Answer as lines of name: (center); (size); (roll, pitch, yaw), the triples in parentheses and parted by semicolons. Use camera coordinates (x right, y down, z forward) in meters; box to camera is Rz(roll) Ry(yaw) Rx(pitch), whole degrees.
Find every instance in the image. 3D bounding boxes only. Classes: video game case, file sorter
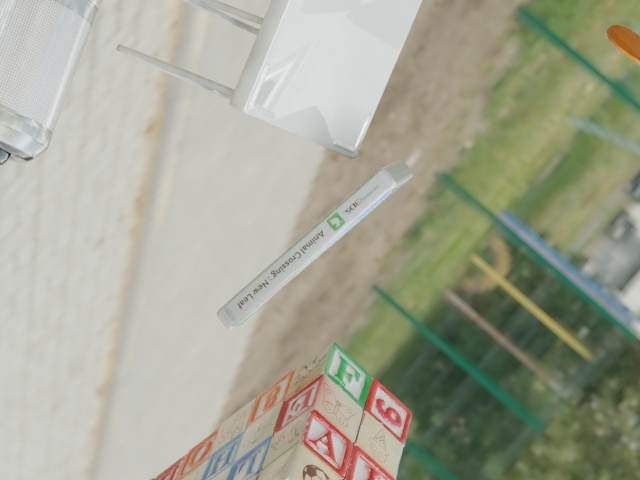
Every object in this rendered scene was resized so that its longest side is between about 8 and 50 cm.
video game case: (0.000, 0.000, 1.614); (0.193, 0.023, 0.212); (-41, 179, 8)
file sorter: (-0.027, -0.246, 1.566); (0.193, 0.173, 0.278); (19, 96, -60)

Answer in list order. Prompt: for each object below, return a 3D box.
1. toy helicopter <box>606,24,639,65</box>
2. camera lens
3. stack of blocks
toy helicopter: (0.306, -0.210, 1.474); (0.140, 0.355, 0.235); (-18, 123, -50)
camera lens: (-0.353, -0.230, 1.855); (0.219, 0.219, 0.274); (61, 48, -82)
stack of blocks: (-0.076, 0.225, 1.332); (0.297, 0.087, 0.171); (-39, -163, 29)
